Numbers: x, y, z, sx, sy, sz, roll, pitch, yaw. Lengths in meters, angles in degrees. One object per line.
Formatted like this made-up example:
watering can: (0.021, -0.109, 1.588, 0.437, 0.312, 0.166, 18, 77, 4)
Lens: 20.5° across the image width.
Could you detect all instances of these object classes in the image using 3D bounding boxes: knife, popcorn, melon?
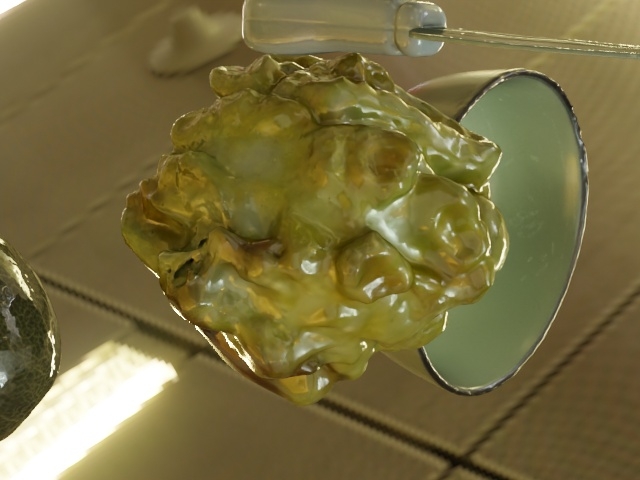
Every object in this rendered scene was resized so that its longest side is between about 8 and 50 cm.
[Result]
knife: (0.079, -0.121, 1.044, 0.331, 0.044, 0.080, 11, -169, 40)
popcorn: (0.009, -0.014, 1.524, 0.312, 0.312, 0.312, -19, -150, 12)
melon: (-0.409, 0.078, 1.778, 0.237, 0.302, 0.237, -48, -169, 13)

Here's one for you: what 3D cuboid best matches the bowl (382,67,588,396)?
bowl: (0.125, -0.024, 1.922, 0.185, 0.354, 0.354, 15, -132, 35)
